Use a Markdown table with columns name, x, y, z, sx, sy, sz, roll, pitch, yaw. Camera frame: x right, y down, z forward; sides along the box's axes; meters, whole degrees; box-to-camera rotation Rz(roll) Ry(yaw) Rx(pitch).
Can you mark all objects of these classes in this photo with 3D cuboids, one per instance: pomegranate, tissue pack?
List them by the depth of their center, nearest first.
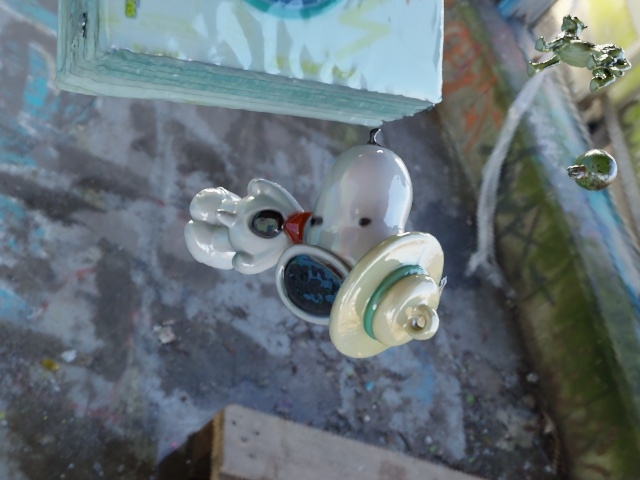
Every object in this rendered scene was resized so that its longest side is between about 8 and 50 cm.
| name | x | y | z | sx | sy | sz | roll | pitch | yaw |
| --- | --- | --- | --- | --- | --- | --- | --- | --- | --- |
| tissue pack | -0.061 | -0.278 | 0.973 | 0.388 | 0.162 | 0.287 | 2 | 86 | -36 |
| pomegranate | 0.445 | -0.113 | 1.589 | 0.073 | 0.073 | 0.084 | 55 | 31 | 11 |

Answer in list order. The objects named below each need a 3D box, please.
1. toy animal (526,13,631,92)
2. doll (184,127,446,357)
| name | x | y | z | sx | sy | sz | roll | pitch | yaw |
| --- | --- | --- | --- | --- | --- | --- | --- | --- | --- |
| toy animal | 0.433 | -0.299 | 1.561 | 0.136 | 0.073 | 0.181 | -30 | 40 | -34 |
| doll | -0.008 | 0.020 | 0.949 | 0.144 | 0.271 | 0.208 | 20 | 61 | -50 |
